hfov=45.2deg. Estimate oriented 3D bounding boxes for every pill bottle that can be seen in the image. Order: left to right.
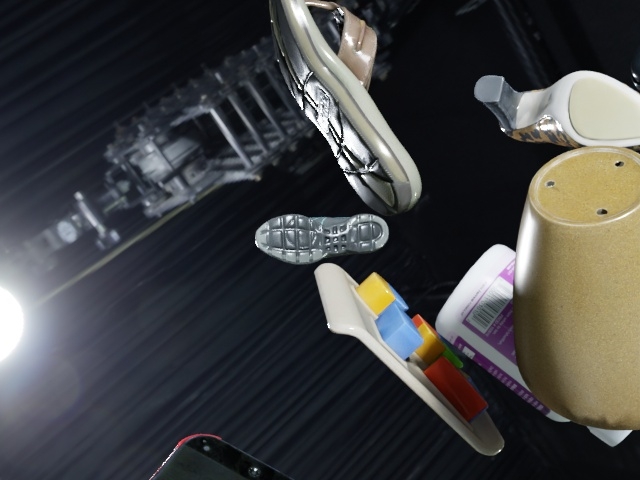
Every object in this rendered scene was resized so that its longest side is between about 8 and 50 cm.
[{"bbox_3d":[0.333,0.154,1.123,0.301,0.169,0.169,38,-26,17],"label":"pill bottle"}]

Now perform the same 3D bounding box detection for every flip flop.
[{"bbox_3d":[0.025,-0.151,0.702,0.277,0.080,0.112,59,-13,17],"label":"flip flop"}]

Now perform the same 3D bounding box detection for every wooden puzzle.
[{"bbox_3d":[0.153,0.174,1.306,0.348,0.080,0.322,40,9,-14],"label":"wooden puzzle"}]

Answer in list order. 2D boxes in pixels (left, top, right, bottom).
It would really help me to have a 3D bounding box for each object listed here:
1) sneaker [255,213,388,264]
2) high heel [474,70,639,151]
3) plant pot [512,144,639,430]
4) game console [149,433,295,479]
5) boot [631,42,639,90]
[{"bbox_3d":[0.000,0.000,1.556,0.106,0.268,0.101,159,-70,-78],"label":"sneaker"},{"bbox_3d":[0.350,-0.155,1.018,0.261,0.093,0.186,21,3,32],"label":"high heel"},{"bbox_3d":[0.303,0.034,0.821,0.237,0.237,0.254,25,-28,44],"label":"plant pot"},{"bbox_3d":[-0.128,0.496,1.231,0.387,0.342,0.060,26,-57,10],"label":"game console"},{"bbox_3d":[0.499,-0.366,1.104,0.207,0.246,0.094,38,-2,-37],"label":"boot"}]
